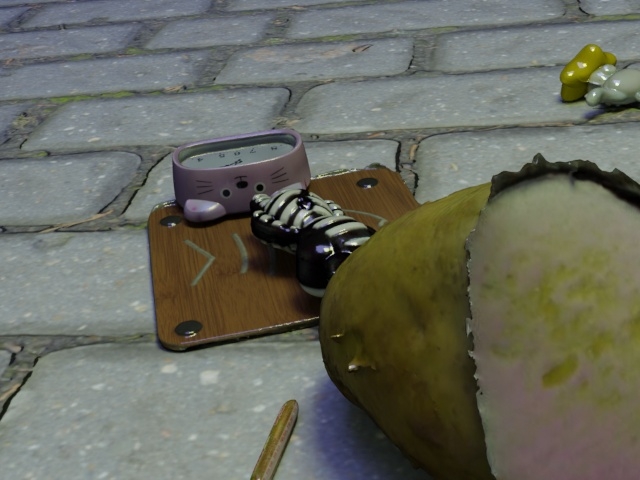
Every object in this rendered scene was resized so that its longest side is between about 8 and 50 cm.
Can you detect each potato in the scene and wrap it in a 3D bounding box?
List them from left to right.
[{"bbox_3d":[0.108,0.061,0.640,0.229,0.229,0.266,-19,5,-21],"label":"potato"}]

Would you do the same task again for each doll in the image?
[{"bbox_3d":[0.000,0.000,0.863,0.091,0.067,0.219,-9,22,-26],"label":"doll"},{"bbox_3d":[0.372,-0.206,1.198,0.135,0.071,0.113,-9,35,-13],"label":"doll"}]

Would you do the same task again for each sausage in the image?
[{"bbox_3d":[-0.032,0.146,0.679,0.015,0.015,0.100,1,30,16],"label":"sausage"}]

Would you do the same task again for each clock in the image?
[{"bbox_3d":[-0.086,-0.073,1.026,0.153,0.050,0.110,-10,29,-4],"label":"clock"}]

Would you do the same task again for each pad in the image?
[{"bbox_3d":[-0.028,0.005,0.946,0.284,0.018,0.286,-11,29,-7],"label":"pad"}]
